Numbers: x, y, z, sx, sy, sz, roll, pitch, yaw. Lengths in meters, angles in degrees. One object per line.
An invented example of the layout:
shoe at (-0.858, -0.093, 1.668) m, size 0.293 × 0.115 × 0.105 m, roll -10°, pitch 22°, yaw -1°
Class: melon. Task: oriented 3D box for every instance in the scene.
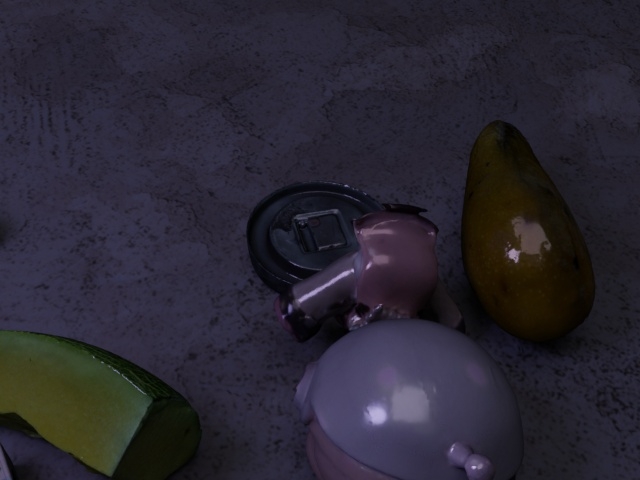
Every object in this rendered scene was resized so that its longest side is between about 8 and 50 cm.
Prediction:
melon at (-0.301, 0.170, 0.844) m, size 0.324 × 0.196 × 0.124 m, roll 17°, pitch 60°, yaw 16°

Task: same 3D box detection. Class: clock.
clock at (0.000, 0.000, 1.105) m, size 0.215 × 0.042 × 0.214 m, roll 1°, pitch 47°, yaw -2°

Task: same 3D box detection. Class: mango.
mango at (0.265, -0.014, 1.044) m, size 0.176 × 0.176 × 0.329 m, roll 6°, pitch 42°, yaw -17°

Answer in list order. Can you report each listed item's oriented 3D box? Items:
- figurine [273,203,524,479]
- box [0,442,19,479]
figurine at (0.082, 0.152, 0.856) m, size 0.253 × 0.211 × 0.361 m, roll -3°, pitch 47°, yaw -6°
box at (-0.362, 0.320, 0.771) m, size 0.139 × 0.073 × 0.194 m, roll -23°, pitch 53°, yaw -22°
